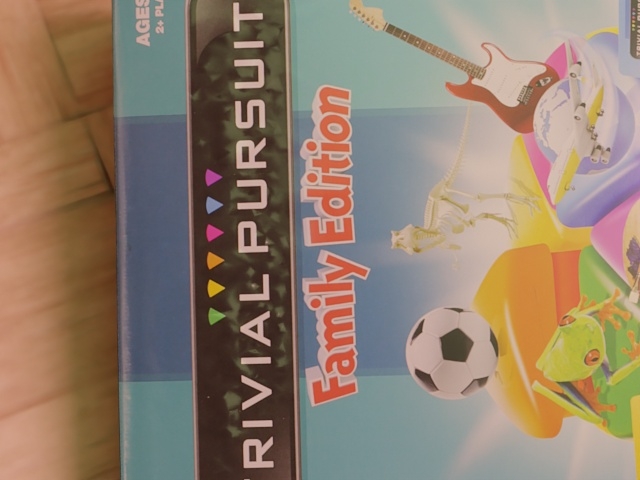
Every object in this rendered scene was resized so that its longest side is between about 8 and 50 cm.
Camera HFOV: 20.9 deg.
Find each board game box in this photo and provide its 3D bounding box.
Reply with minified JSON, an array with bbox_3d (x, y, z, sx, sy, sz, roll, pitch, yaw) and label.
[{"bbox_3d":[0.084,0.002,0.736,0.336,0.079,0.254,-2,86,1],"label":"board game box"}]
